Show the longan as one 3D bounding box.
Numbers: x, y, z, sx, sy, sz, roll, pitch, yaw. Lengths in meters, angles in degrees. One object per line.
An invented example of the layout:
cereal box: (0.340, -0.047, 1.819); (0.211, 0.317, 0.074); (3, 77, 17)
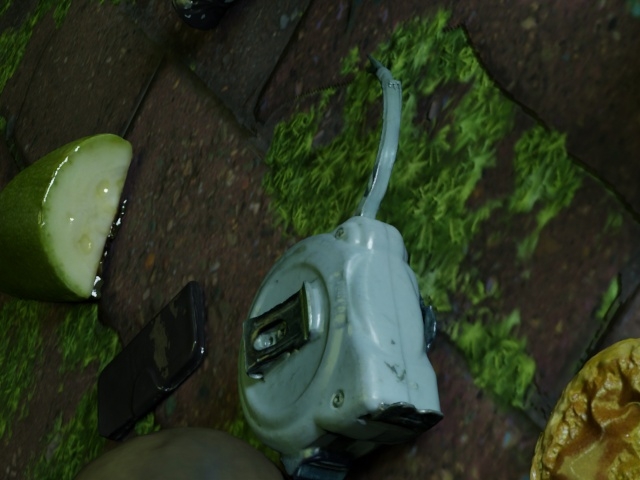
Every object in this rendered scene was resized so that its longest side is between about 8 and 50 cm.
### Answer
longan: (-0.086, 0.199, 0.770); (0.189, 0.189, 0.189); (-35, 44, 43)

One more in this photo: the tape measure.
tape measure: (0.000, -0.001, 0.833); (0.164, 0.084, 0.330); (-38, 44, 34)

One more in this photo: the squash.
squash: (-0.300, -0.026, 1.307); (0.252, 0.093, 0.169); (0, 73, 57)

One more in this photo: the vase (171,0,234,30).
vase: (-0.070, -0.253, 1.124); (0.167, 0.059, 0.059); (-30, 48, 46)

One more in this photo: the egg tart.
egg tart: (0.149, 0.109, 0.563); (0.130, 0.052, 0.130); (-34, 44, 41)

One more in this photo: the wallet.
wallet: (-0.145, 0.106, 1.057); (0.156, 0.018, 0.082); (-42, 40, 35)
